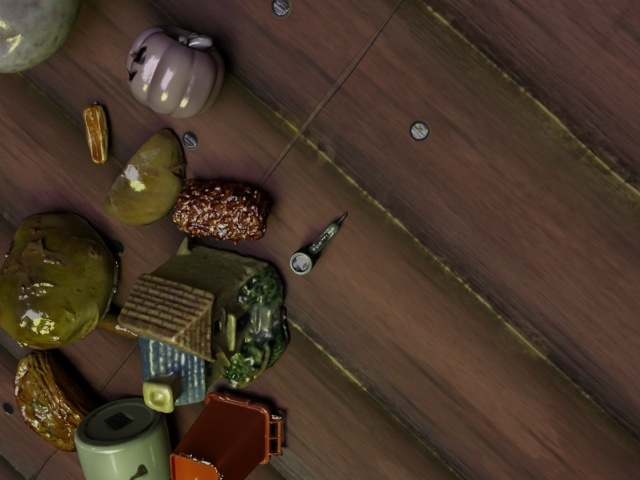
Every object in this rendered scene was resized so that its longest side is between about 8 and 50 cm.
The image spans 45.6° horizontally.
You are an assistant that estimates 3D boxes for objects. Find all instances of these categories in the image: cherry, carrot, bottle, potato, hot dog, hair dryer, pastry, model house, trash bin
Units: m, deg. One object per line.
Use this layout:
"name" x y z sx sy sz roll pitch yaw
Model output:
"cherry" -0.579 -0.476 1.387 0.335 0.291 0.326 -16 86 13
"carrot" -0.522 0.169 1.751 0.343 0.070 0.070 16 116 11
"bottle" -0.433 0.573 1.787 0.229 0.229 0.351 1 111 22
"potato" -0.583 0.089 1.629 0.247 0.196 0.299 2 93 9
"hot dog" -0.463 -0.222 1.585 0.057 0.041 0.133 2 103 22
"hair dryer" 0.000 0.000 1.472 0.047 0.071 0.150 40 103 -1
"pastry" -0.192 -0.059 1.499 0.209 0.097 0.115 6 119 22
"model house" -0.238 0.195 1.529 0.261 0.266 0.320 13 115 22
"potato" -0.362 -0.096 1.554 0.120 0.100 0.261 43 120 2
"hot dog" -0.647 0.394 1.860 0.196 0.122 0.272 -33 98 41
"trash bin" -0.200 0.449 1.626 0.185 0.238 0.161 9 114 18

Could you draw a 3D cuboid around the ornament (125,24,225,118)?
"ornament" -0.261 -0.314 1.384 0.178 0.177 0.177 8 113 20
